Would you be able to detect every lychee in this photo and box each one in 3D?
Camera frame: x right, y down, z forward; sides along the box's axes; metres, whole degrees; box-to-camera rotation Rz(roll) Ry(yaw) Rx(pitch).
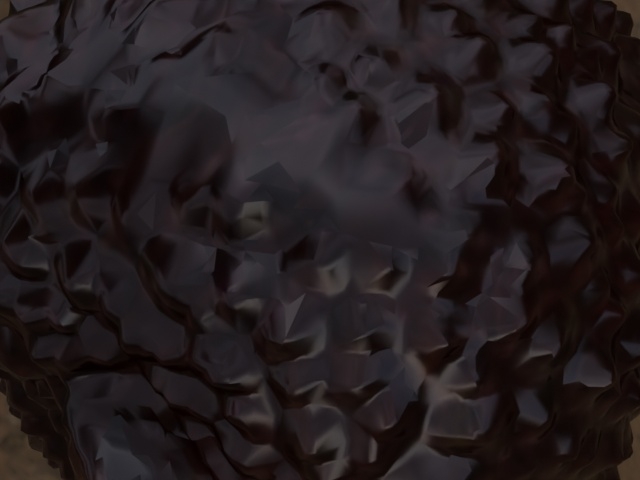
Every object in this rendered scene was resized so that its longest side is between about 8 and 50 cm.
[{"bbox_3d":[0.000,0.000,0.715,0.306,0.306,0.330,17,53,28],"label":"lychee"}]
